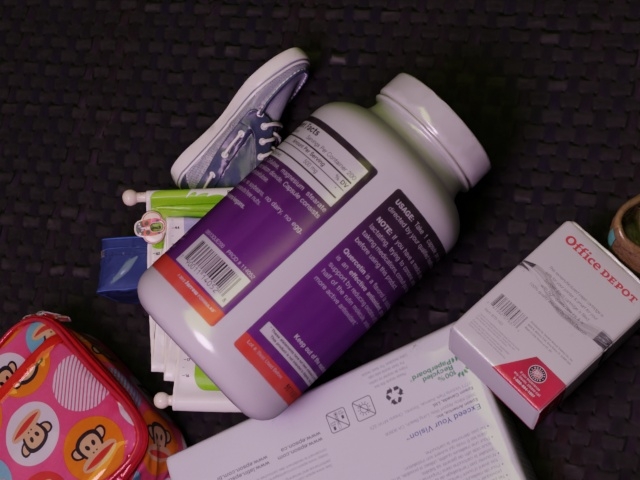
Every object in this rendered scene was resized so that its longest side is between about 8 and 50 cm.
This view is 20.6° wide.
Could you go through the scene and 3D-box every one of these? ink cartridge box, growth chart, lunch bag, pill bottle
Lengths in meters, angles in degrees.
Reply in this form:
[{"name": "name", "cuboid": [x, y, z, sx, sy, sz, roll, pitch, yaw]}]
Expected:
[{"name": "ink cartridge box", "cuboid": [0.050, 0.286, 1.594, 0.324, 0.071, 0.330, -26, 68, 15]}, {"name": "ink cartridge box", "cuboid": [0.204, 0.073, 1.548, 0.150, 0.063, 0.109, -41, 72, -14]}, {"name": "growth chart", "cuboid": [-0.095, 0.056, 1.710, 0.172, 0.021, 0.237, -8, 81, 1]}, {"name": "lunch bag", "cuboid": [-0.300, 0.226, 1.755, 0.293, 0.120, 0.258, -49, 58, 4]}, {"name": "pill bottle", "cuboid": [0.000, 0.000, 1.614, 0.323, 0.181, 0.181, -43, 62, -6]}, {"name": "lunch bag", "cuboid": [-0.173, 0.025, 1.770, 0.098, 0.067, 0.065, -4, 76, 21]}]

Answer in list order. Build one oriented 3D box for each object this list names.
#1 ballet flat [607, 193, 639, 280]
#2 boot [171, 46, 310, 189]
[{"name": "ballet flat", "cuboid": [0.402, -0.040, 1.485, 0.342, 0.124, 0.116, -13, 73, 21]}, {"name": "boot", "cuboid": [-0.060, -0.099, 1.758, 0.190, 0.069, 0.086, -47, 69, 16]}]
